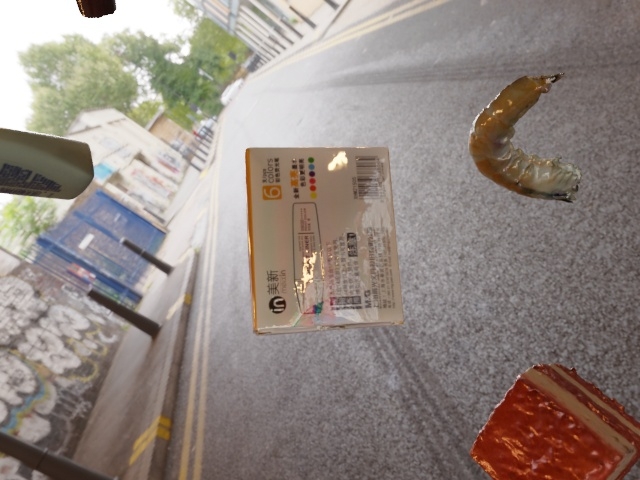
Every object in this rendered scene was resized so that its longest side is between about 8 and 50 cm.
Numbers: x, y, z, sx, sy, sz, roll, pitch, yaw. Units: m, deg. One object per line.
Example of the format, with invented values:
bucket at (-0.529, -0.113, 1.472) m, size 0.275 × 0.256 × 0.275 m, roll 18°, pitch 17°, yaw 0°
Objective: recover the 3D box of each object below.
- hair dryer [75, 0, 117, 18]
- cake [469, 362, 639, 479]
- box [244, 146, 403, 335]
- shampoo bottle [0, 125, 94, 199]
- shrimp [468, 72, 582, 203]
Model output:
hair dryer at (-0.238, -0.393, 0.688) m, size 0.123 × 0.340 × 0.313 m, roll -48°, pitch -22°, yaw -31°
cake at (0.527, 0.455, 1.216) m, size 0.269 × 0.319 × 0.270 m, roll 41°, pitch 108°, yaw 38°
box at (0.000, 0.000, 0.797) m, size 0.091 × 0.220 × 0.274 m, roll 125°, pitch 144°, yaw -75°
shampoo bottle at (-0.477, -0.115, 0.690) m, size 0.134 × 0.359 × 0.078 m, roll -23°, pitch 74°, yaw 35°
shrimp at (0.360, -0.176, 0.979) m, size 0.185 × 0.287 × 0.068 m, roll -3°, pitch 47°, yaw 30°
